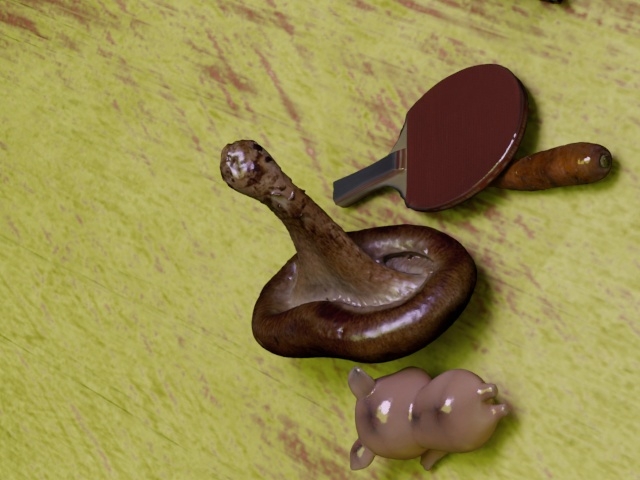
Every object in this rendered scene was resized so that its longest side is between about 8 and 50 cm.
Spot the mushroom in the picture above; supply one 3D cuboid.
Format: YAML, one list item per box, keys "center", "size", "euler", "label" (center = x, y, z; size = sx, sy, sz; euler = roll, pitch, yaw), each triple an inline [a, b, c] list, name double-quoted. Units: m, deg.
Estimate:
- center: [0.000, 0.000, 1.519]
  size: [0.227, 0.217, 0.148]
  euler: [-7, 42, 35]
  label: "mushroom"

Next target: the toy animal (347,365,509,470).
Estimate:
- center: [0.087, 0.142, 1.508]
  size: [0.150, 0.089, 0.083]
  euler: [-13, 69, 28]
  label: "toy animal"

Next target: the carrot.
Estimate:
- center: [0.174, -0.057, 1.511]
  size: [0.165, 0.036, 0.035]
  euler: [-8, 75, 45]
  label: "carrot"

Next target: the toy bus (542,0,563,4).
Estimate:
- center: [0.132, -0.259, 1.485]
  size: [0.088, 0.194, 0.083]
  euler: [21, 93, 44]
  label: "toy bus"

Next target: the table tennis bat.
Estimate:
- center: [0.094, -0.076, 1.578]
  size: [0.220, 0.019, 0.130]
  euler: [-25, 49, 39]
  label: "table tennis bat"
